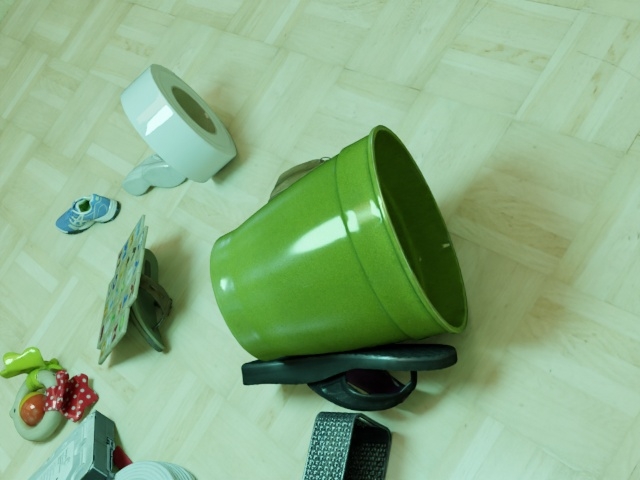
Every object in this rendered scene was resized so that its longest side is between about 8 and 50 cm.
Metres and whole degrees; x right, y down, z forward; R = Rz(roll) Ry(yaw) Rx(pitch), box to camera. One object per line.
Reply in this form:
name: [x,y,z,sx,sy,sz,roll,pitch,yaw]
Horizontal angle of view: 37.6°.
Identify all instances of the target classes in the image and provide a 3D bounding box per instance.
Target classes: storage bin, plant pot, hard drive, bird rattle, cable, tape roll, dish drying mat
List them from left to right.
bird rattle: [-0.633,0.368,2.181,0.253,0.143,0.207,31,97,33]
hard drive: [-0.562,0.538,1.966,0.339,0.064,0.237,-46,22,7]
dish drying mat: [-0.418,0.468,1.988,0.083,0.008,0.032,32,85,47]
cable: [-0.347,0.550,1.819,0.257,0.089,0.257,3,66,41]
tape roll: [-0.325,-0.271,2.172,0.100,0.286,0.286,-41,45,14]
plant pot: [0.016,0.040,1.609,0.353,0.366,0.366,-22,52,19]
storage bin: [0.042,0.386,1.575,0.084,0.122,0.180,-7,60,37]

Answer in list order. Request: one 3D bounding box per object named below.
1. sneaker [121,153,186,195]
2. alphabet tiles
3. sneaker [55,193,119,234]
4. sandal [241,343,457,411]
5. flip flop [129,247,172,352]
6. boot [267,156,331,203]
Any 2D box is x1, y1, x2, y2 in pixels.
sneaker: [-0.406,-0.180,2.338,0.212,0.080,0.094,-10,47,37]
alphabet tiles: [-0.446,0.112,2.107,0.342,0.011,0.285,135,144,-55]
sneaker: [-0.619,-0.077,2.439,0.211,0.081,0.080,-20,55,31]
sandal: [0.055,0.243,1.657,0.445,0.167,0.107,-11,88,39]
flip flop: [-0.373,0.123,2.109,0.080,0.112,0.277,-20,46,11]
boot: [0.016,-0.140,1.944,0.305,0.112,0.115,-21,42,31]
